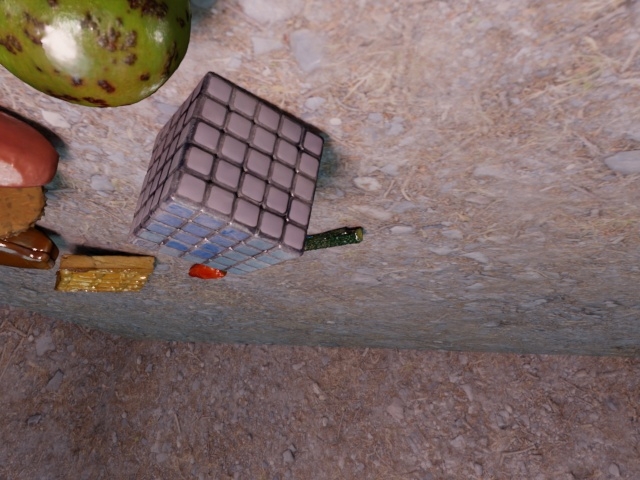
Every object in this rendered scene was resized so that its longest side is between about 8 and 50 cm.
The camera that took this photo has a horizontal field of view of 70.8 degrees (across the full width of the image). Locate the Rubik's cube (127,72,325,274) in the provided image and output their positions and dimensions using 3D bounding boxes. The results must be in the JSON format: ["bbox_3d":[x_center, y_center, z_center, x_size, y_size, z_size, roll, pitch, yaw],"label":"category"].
[{"bbox_3d":[-0.164,-0.093,0.779,0.237,0.238,0.237,22,153,-29],"label":"Rubik's cube"}]

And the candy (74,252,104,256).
[{"bbox_3d":[-0.800,0.064,1.588,0.136,0.038,0.088,4,170,11],"label":"candy"}]

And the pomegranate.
[{"bbox_3d":[-0.242,-0.260,0.463,0.211,0.211,0.263,9,138,-7],"label":"pomegranate"}]

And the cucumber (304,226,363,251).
[{"bbox_3d":[0.000,0.001,1.214,0.257,0.043,0.044,-10,147,36],"label":"cucumber"}]

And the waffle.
[{"bbox_3d":[-0.762,0.122,1.582,0.304,0.077,0.348,5,161,-31],"label":"waffle"}]

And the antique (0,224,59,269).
[{"bbox_3d":[-0.950,0.006,1.364,0.278,0.129,0.223,9,157,-7],"label":"antique"}]

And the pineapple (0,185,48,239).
[{"bbox_3d":[-0.754,-0.084,1.030,0.202,0.201,0.362,22,160,-34],"label":"pineapple"}]

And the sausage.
[{"bbox_3d":[-0.618,-0.178,0.824,0.254,0.148,0.148,21,153,-36],"label":"sausage"}]

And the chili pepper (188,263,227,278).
[{"bbox_3d":[-0.385,0.103,1.543,0.272,0.063,0.071,-10,140,40],"label":"chili pepper"}]
